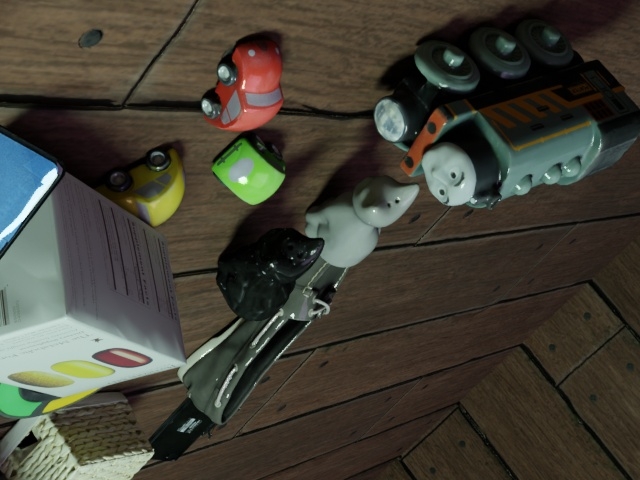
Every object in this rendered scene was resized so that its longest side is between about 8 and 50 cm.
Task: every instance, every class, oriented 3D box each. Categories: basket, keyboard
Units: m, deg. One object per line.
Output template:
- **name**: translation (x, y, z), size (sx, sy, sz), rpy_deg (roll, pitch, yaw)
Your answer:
- **basket**: translation (-0.311, 0.270, 1.381), size (0.113, 0.103, 0.167), rpy_deg (-46, 157, 19)
- **keyboard**: translation (-0.201, 0.278, 1.695), size (0.100, 0.038, 0.192), rpy_deg (21, 124, -39)

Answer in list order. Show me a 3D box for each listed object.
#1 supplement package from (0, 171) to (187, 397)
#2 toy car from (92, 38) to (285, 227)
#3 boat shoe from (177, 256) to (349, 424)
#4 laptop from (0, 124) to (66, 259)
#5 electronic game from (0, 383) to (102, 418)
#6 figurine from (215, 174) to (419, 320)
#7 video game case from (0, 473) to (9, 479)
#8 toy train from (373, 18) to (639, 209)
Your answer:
- **supplement package**: translation (-0.228, 0.044, 0.934), size (0.139, 0.134, 0.244), rpy_deg (-16, 162, 11)
- **toy car**: translation (-0.088, -0.077, 1.070), size (0.239, 0.053, 0.225), rpy_deg (-42, 159, 12)
- **boat shoe**: translation (-0.055, 0.122, 1.485), size (0.335, 0.095, 0.112), rpy_deg (-44, 158, 17)
- **laptop**: translation (-0.413, 0.047, 0.529), size (0.382, 0.236, 0.408), rpy_deg (-47, 174, 24)
- **electronic game**: translation (-0.269, 0.126, 1.220), size (0.229, 0.048, 0.229), rpy_deg (-31, 159, -14)
- **figurine**: translation (0.000, 0.000, 1.235), size (0.214, 0.092, 0.209), rpy_deg (-30, 178, -20)
- **video game case**: translation (-0.429, 0.422, 1.345), size (0.206, 0.227, 0.026), rpy_deg (-29, 142, -21)
- **toy train**: translation (0.216, -0.140, 1.232), size (0.333, 0.190, 0.142), rpy_deg (-20, 153, -39)
